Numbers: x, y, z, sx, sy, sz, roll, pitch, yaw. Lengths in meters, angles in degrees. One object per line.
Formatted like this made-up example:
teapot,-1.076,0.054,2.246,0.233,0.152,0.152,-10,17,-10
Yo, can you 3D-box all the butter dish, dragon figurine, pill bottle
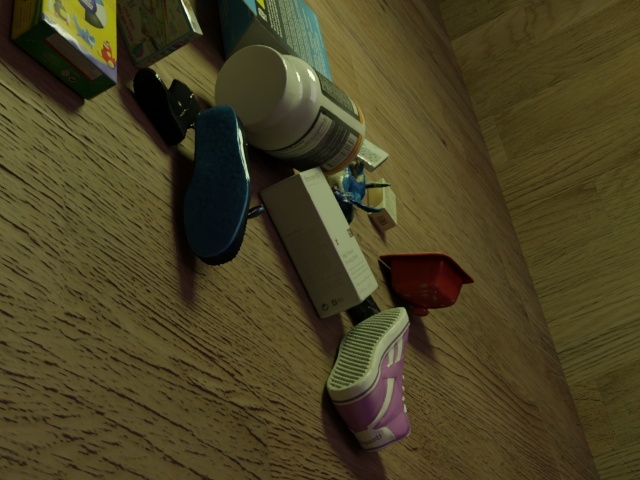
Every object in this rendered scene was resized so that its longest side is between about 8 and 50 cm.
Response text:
butter dish,0.212,0.098,1.856,0.160,0.160,0.118,40,55,-49
dragon figurine,0.060,-0.077,1.728,0.289,0.085,0.144,19,49,-62
pill bottle,-0.048,-0.213,1.510,0.278,0.162,0.162,23,45,-61

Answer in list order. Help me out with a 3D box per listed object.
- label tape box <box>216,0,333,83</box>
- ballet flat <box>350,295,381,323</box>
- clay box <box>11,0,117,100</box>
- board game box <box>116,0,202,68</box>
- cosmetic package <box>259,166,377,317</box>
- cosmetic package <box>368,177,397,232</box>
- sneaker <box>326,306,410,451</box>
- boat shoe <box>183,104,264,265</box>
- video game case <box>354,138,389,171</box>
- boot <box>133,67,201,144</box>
label tape box,-0.114,-0.405,1.653,0.334,0.106,0.240,39,32,-48
ballet flat,0.053,0.087,1.597,0.173,0.057,0.049,62,-20,-11
clay box,-0.310,-0.294,1.117,0.127,0.053,0.222,42,31,-48
board game box,-0.239,-0.332,1.263,0.154,0.103,0.026,68,20,7
cosmetic package,0.000,0.000,1.495,0.231,0.086,0.117,65,20,-3
cosmetic package,0.134,-0.077,1.974,0.060,0.041,0.115,52,23,-29
sneaker,0.098,0.230,1.463,0.161,0.102,0.282,63,31,-15
boat shoe,-0.121,-0.070,1.232,0.089,0.109,0.258,67,22,-52
video game case,0.067,-0.199,1.887,0.143,0.019,0.157,34,20,5
boot,-0.210,-0.198,1.265,0.099,0.045,0.121,-74,142,-58
